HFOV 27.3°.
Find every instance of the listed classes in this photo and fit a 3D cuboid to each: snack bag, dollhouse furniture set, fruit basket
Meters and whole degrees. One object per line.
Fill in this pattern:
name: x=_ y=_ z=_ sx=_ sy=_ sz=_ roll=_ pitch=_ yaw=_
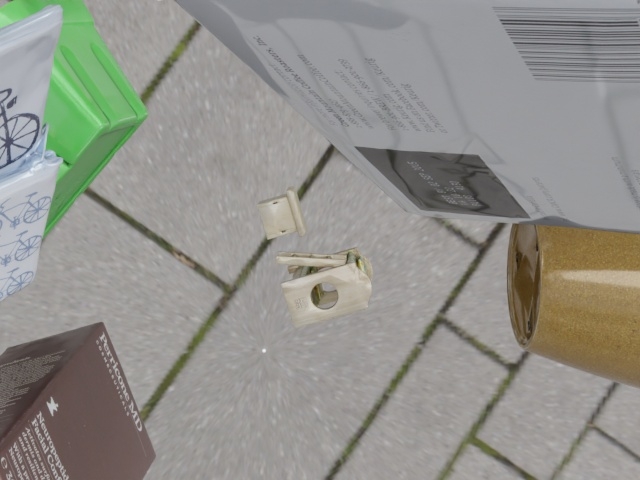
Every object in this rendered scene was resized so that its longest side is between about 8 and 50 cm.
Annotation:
snack bag: x=-0.327 y=-0.011 z=1.048 sx=0.037 sy=0.342 sz=0.323 roll=37 pitch=43 yaw=17
dollhouse furniture set: x=0.000 y=0.000 z=1.607 sx=0.101 sy=0.182 sz=0.161 roll=-16 pitch=99 yaw=5
fruit basket: x=-0.445 y=-0.158 z=1.524 sx=0.392 sy=0.283 sz=0.392 roll=2 pitch=100 yaw=11

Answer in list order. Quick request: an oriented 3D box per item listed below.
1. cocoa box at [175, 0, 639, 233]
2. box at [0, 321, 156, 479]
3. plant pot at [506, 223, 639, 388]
cocoa box: x=0.109 y=-0.160 z=0.659 sx=0.231 sy=0.347 sz=0.228 roll=5 pitch=76 yaw=24
box: x=-0.308 y=0.248 z=1.406 sx=0.143 sy=0.381 sz=0.191 roll=-17 pitch=104 yaw=10
plant pot: x=0.286 y=0.030 z=1.052 sx=0.254 sy=0.237 sz=0.237 roll=0 pitch=85 yaw=-6
